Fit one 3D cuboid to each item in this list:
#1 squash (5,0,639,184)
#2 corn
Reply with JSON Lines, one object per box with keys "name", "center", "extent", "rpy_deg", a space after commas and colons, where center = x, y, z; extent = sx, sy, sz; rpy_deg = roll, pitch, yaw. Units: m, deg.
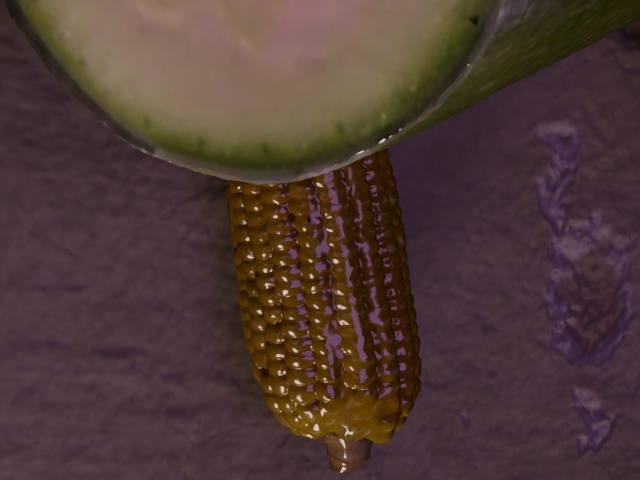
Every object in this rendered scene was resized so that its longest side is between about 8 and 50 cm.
{"name": "squash", "center": [0.073, -0.202, 0.609], "extent": [0.384, 0.263, 0.263], "rpy_deg": [-29, 114, -47]}
{"name": "corn", "center": [0.000, 0.000, 0.775], "extent": [0.097, 0.097, 0.261], "rpy_deg": [-13, 105, -25]}
